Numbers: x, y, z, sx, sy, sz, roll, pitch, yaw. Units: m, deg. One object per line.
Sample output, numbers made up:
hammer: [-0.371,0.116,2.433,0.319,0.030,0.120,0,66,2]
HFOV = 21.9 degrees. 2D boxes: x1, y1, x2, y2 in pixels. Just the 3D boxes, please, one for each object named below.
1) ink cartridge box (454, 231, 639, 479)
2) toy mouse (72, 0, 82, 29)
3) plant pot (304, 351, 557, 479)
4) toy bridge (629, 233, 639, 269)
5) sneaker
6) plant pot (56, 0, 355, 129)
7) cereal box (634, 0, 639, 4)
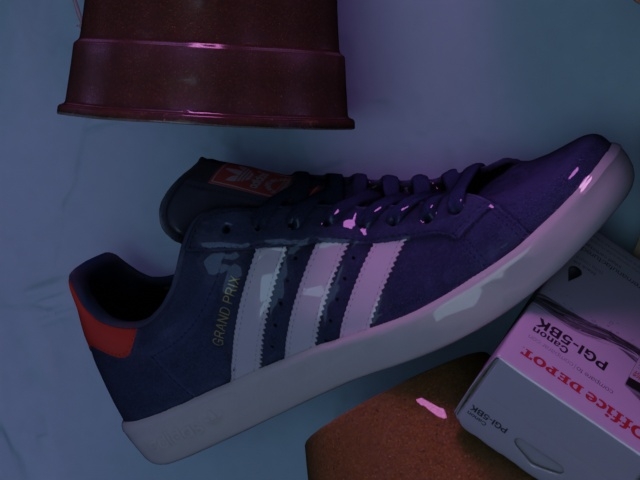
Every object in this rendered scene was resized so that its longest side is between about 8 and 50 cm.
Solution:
ink cartridge box: [0.147,0.068,0.887,0.099,0.135,0.056,34,133,6]
toy mouse: [-0.193,-0.220,1.007,0.143,0.031,0.161,13,106,15]
plant pot: [0.097,0.201,0.918,0.237,0.237,0.254,-32,77,22]
toy bridge: [0.213,-0.061,0.909,0.063,0.026,0.188,30,110,11]
sneaker: [0.000,0.000,0.938,0.350,0.131,0.148,-28,97,22]
plant pot: [-0.058,-0.147,0.918,0.167,0.167,0.165,6,96,17]
cereal box: [0.198,-0.250,0.815,0.240,0.047,0.173,-53,47,21]
